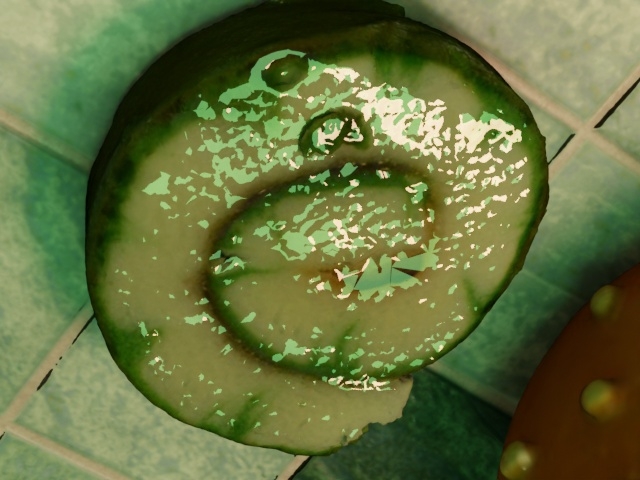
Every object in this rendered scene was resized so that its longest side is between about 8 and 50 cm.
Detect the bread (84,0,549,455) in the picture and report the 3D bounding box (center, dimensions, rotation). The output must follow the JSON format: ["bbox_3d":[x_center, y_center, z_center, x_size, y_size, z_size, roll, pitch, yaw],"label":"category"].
[{"bbox_3d":[0.000,0.000,1.168,0.366,0.129,0.382,-14,121,-1],"label":"bread"}]

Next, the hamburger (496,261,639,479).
[{"bbox_3d":[0.326,0.194,1.185,0.396,0.396,0.277,-43,118,15],"label":"hamburger"}]
